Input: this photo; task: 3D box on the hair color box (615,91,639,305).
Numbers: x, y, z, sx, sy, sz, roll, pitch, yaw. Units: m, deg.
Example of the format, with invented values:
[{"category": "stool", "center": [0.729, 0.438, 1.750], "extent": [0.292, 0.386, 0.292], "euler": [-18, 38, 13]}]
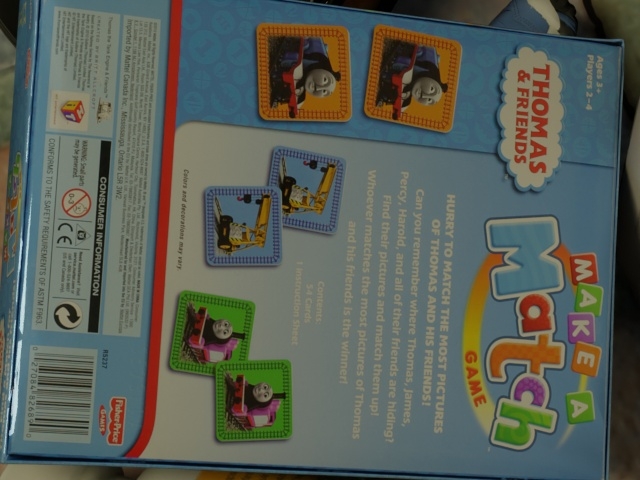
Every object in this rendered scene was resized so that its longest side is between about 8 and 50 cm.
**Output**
[{"category": "hair color box", "center": [0.178, -0.003, 0.553], "extent": [0.105, 0.347, 0.174], "euler": [-23, 71, -3]}]

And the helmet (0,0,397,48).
[{"category": "helmet", "center": [-0.059, -0.124, 0.709], "extent": [0.161, 0.169, 0.169], "euler": [41, 79, 10]}]

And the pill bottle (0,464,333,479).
[{"category": "pill bottle", "center": [-0.015, 0.139, 0.644], "extent": [0.208, 0.117, 0.117], "euler": [15, 73, 10]}]

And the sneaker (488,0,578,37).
[{"category": "sneaker", "center": [0.028, -0.020, 0.714], "extent": [0.081, 0.080, 0.211], "euler": [33, 76, 11]}]

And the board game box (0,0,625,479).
[{"category": "board game box", "center": [0.000, 0.000, 0.626], "extent": [0.212, 0.039, 0.160], "euler": [5, 84, -18]}]
